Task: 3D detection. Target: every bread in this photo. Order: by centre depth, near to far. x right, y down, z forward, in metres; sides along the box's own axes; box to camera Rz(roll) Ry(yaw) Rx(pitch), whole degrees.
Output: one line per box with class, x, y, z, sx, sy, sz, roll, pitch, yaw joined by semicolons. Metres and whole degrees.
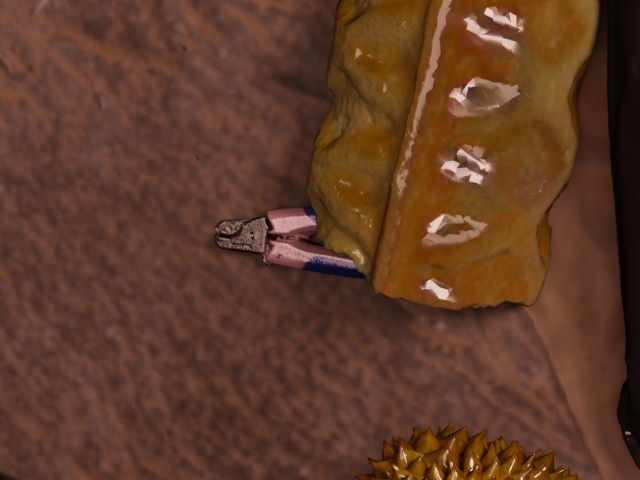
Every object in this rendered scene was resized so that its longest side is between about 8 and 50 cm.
bread;0.066;-0.085;0.756;0.128;0.088;0.232;9;94;2

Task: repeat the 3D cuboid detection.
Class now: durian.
durian;0.061;0.164;0.739;0.137;0.168;0.158;-3;74;29

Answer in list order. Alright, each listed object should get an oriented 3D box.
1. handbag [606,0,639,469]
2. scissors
handbag;0.227;-0.037;0.718;0.192;0.075;0.332;1;101;23
scissors;0.000;0.000;0.810;0.113;0.012;0.039;2;93;12
